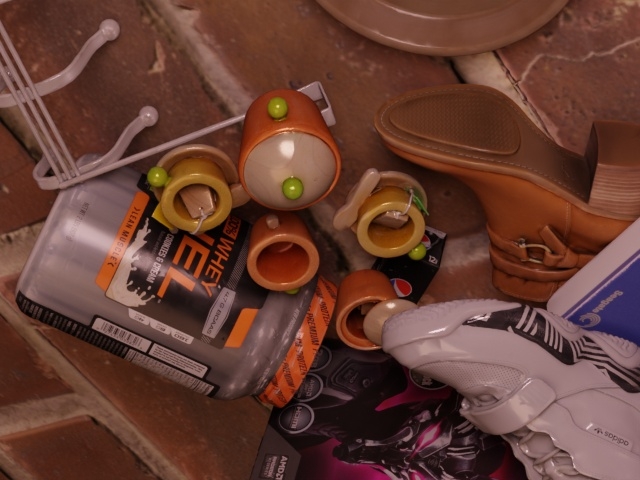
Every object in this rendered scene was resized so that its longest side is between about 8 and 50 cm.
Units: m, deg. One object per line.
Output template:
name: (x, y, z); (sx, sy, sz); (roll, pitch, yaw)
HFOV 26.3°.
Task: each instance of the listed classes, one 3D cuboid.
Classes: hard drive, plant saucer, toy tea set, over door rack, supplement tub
hard drive: (0.418, 0.065, 1.363); (0.318, 0.040, 0.210); (17, 141, -20)
plant saucer: (0.097, -0.280, 1.177); (0.277, 0.041, 0.278); (10, 136, 10)
toy tea set: (0.000, 0.000, 1.333); (0.336, 0.124, 0.200); (35, 116, -29)
over door rack: (-0.168, -0.191, 1.324); (0.324, 0.108, 0.240); (-13, 131, 11)
supplement tub: (-0.154, 0.050, 1.488); (0.316, 0.194, 0.194); (25, 137, -8)

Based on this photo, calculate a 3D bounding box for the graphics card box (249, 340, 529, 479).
graphics card box: (0.123, 0.237, 1.558); (0.370, 0.233, 0.094); (4, 136, 16)

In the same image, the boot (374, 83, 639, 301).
boot: (0.187, -0.039, 1.362); (0.283, 0.109, 0.220); (6, 141, 1)

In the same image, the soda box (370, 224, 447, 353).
soda box: (0.080, 0.051, 1.511); (0.060, 0.053, 0.169); (22, 137, -5)

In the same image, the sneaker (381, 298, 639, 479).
sneaker: (0.221, 0.192, 1.344); (0.365, 0.210, 0.137); (17, 157, -21)
